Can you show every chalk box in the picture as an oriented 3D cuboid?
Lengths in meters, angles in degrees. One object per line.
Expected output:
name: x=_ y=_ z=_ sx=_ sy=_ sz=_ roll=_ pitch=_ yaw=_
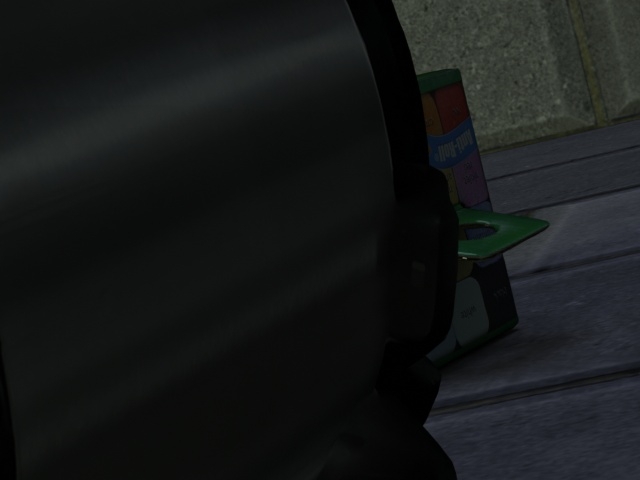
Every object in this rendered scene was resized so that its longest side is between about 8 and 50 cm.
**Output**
chalk box: x=0.000 y=0.000 z=1.208 sx=0.289 sy=0.179 sz=0.180 roll=-10 pitch=7 yaw=37

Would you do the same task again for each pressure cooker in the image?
pressure cooker: x=-0.159 y=-0.001 z=0.650 sx=0.376 sy=0.369 sz=0.420 roll=-7 pitch=12 yaw=27
